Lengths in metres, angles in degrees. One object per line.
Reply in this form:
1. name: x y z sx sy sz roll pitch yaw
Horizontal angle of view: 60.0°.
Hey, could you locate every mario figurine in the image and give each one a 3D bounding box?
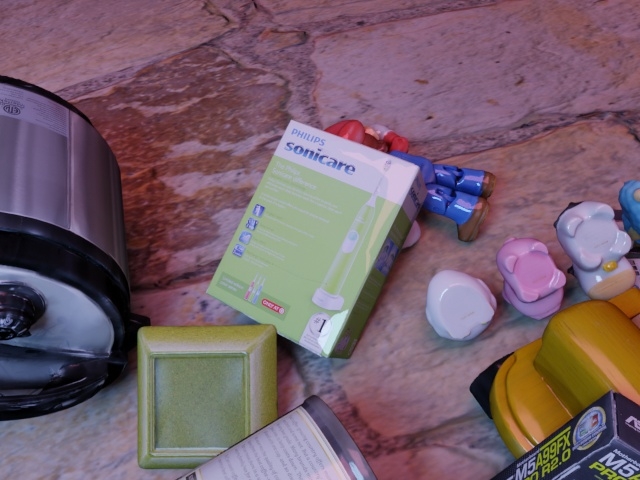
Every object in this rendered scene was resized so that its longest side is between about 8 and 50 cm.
1. mario figurine: 0.127 -0.100 0.972 0.321 0.170 0.198 22 20 7

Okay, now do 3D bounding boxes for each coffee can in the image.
1. coffee can: -0.074 0.320 0.579 0.275 0.201 0.201 -27 55 -16

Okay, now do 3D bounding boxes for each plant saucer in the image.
1. plant saucer: -0.151 0.206 0.712 0.188 0.045 0.188 -1 87 3

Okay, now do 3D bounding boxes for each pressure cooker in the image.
1. pressure cooker: -0.445 0.033 0.722 0.370 0.375 0.420 -13 52 -10

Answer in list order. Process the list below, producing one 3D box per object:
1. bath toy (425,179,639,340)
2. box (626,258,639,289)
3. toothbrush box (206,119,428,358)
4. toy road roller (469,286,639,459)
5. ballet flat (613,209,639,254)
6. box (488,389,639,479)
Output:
1. bath toy: 0.314 0.045 0.792 0.348 0.129 0.151 -25 93 6
2. box: 0.513 0.066 0.848 0.136 0.028 0.081 -2 51 5
3. toothbrush box: 0.000 0.000 0.805 0.206 0.122 0.283 24 87 21
4. toy road roller: 0.358 0.163 0.647 0.330 0.240 0.202 -23 54 -13
5. ballet flat: 0.499 -0.007 0.861 0.203 0.074 0.074 7 53 18
6. box: 0.320 0.287 0.524 0.270 0.216 0.060 31 37 4
